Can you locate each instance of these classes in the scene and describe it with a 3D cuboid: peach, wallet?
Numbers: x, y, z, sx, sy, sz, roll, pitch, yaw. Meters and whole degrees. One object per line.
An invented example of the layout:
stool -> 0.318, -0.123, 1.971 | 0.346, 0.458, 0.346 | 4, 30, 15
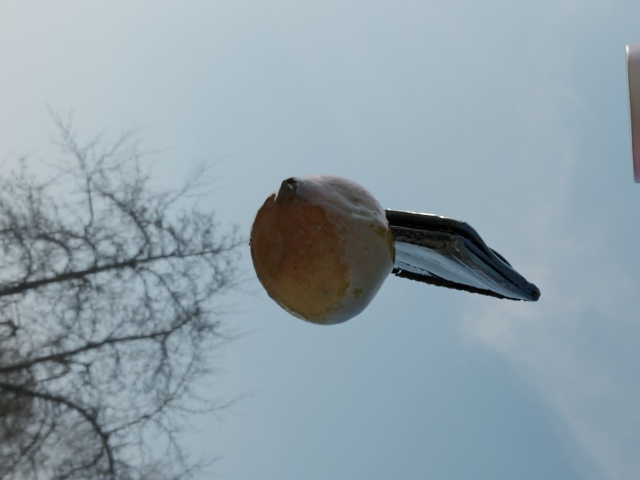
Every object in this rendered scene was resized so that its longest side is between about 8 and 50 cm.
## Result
peach -> 0.000, 0.000, 1.241 | 0.232, 0.232, 0.233 | 18, -68, 53
wallet -> 0.165, 0.013, 1.423 | 0.342, 0.237, 0.075 | 9, -111, 50

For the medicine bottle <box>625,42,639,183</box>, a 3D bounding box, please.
medicine bottle -> 0.578, -0.187, 1.190 | 0.302, 0.241, 0.241 | -4, -85, 19
